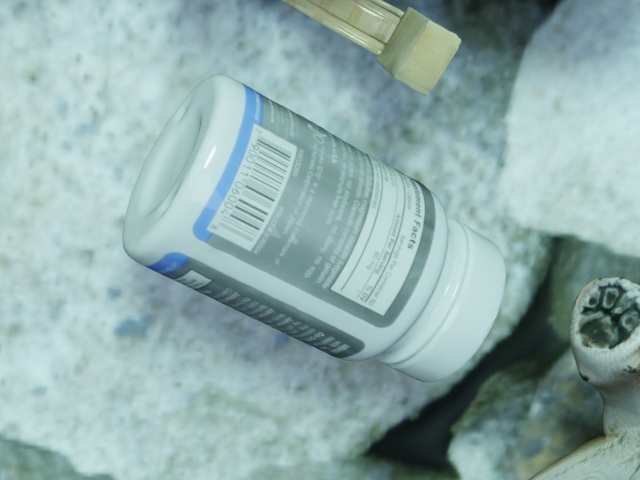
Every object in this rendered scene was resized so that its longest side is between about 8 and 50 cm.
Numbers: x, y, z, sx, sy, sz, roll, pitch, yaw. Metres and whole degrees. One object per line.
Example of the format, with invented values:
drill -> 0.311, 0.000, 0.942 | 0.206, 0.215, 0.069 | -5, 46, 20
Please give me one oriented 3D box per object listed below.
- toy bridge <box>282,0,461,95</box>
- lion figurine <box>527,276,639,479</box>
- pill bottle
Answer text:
toy bridge -> -0.042, -0.107, 0.411 | 0.188, 0.063, 0.026 | 24, 105, -19
lion figurine -> 0.110, 0.154, 0.527 | 0.392, 0.142, 0.240 | -32, 145, 17
pill bottle -> 0.000, 0.000, 0.458 | 0.137, 0.078, 0.078 | 28, 104, -22
